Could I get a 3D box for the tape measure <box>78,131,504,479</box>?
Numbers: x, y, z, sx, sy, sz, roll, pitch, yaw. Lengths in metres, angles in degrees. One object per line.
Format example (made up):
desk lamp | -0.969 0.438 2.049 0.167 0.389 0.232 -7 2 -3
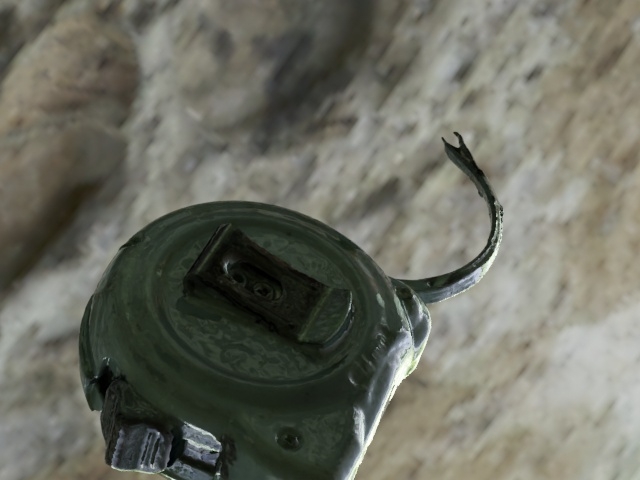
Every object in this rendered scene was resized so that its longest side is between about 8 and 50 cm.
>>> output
tape measure | 0.001 0.000 0.883 0.084 0.164 0.330 -63 0 44
